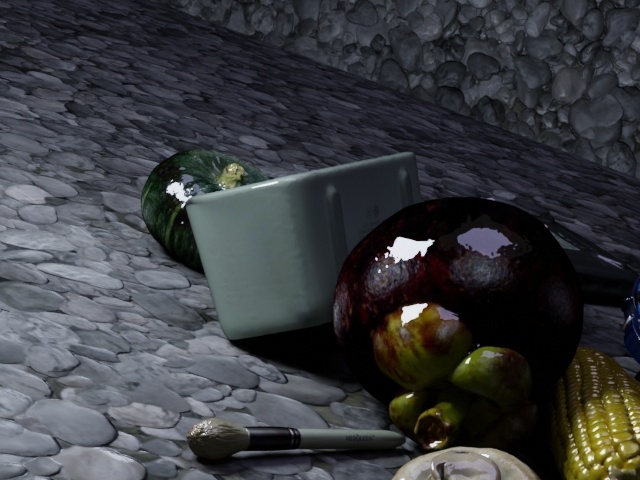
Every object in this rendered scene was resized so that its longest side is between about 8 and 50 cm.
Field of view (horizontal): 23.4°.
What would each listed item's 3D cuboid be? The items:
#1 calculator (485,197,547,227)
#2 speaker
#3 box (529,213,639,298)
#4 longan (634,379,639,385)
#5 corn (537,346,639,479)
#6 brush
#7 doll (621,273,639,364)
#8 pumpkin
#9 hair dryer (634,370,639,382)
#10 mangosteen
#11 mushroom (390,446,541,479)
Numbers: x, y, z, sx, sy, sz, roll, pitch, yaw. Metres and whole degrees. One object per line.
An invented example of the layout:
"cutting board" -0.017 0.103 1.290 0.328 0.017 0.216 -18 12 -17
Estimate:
"calculator" 0.175 0.031 2.248 0.294 0.043 0.194 -26 31 -21
"speaker" 0.000 0.000 2.014 0.183 0.184 0.406 -10 3 27
"box" 0.369 0.017 2.639 0.289 0.073 0.290 7 19 -32
"longan" 0.424 0.227 1.951 0.106 0.106 0.119 11 59 -21
"corn" 0.328 0.222 1.765 0.144 0.144 0.387 15 17 -8
"brush" -0.019 0.212 1.640 0.299 0.042 0.039 8 17 -42
"doll" 0.585 0.132 2.199 0.284 0.240 0.310 -29 58 -32
"pumpkin" -0.144 -0.044 2.157 0.211 0.152 0.211 13 21 -5
"hair dryer" 0.486 0.206 1.805 0.248 0.195 0.078 34 19 16
"mangosteen" 0.170 0.101 1.796 0.297 0.297 0.313 -3 58 -51
"mushroom" 0.136 0.259 1.426 0.166 0.127 0.166 -1 45 1
